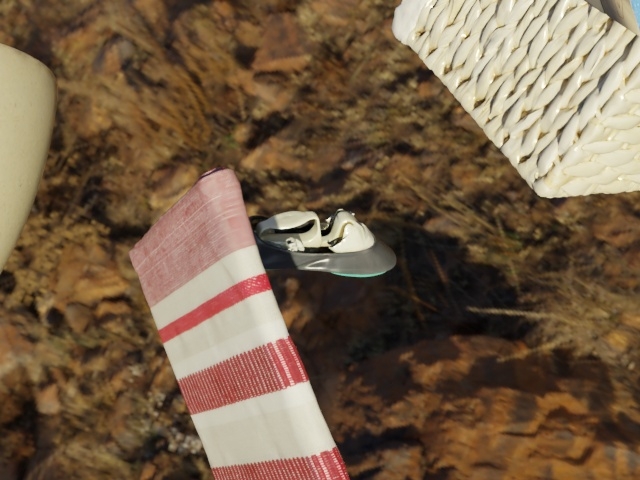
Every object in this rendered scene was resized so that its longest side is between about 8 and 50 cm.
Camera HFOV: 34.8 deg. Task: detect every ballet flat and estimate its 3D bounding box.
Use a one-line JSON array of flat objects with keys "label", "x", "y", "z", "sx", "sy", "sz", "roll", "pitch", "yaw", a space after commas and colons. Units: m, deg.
[{"label": "ballet flat", "x": 0.000, "y": 0.000, "z": 1.120, "sx": 0.074, "sy": 0.203, "sz": 0.074, "roll": -178, "pitch": 90, "yaw": -67}]

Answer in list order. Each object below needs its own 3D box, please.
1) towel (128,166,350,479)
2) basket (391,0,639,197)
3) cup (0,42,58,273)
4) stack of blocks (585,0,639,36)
[{"label": "towel", "x": -0.055, "y": 0.125, "z": 0.811, "sx": 0.237, "sy": 0.037, "sz": 0.329, "roll": -30, "pitch": 80, "yaw": 63}, {"label": "basket", "x": 0.312, "y": -0.233, "z": 0.953, "sx": 0.266, "sy": 0.331, "sz": 0.328, "roll": 59, "pitch": 134, "yaw": 29}, {"label": "cup", "x": -0.428, "y": -0.045, "z": 1.011, "sx": 0.331, "sy": 0.331, "sz": 0.237, "roll": -14, "pitch": 76, "yaw": 45}, {"label": "stack of blocks", "x": 0.174, "y": -0.275, "z": 0.503, "sx": 0.171, "sy": 0.297, "sz": 0.087, "roll": -29, "pitch": 34, "yaw": 2}]
